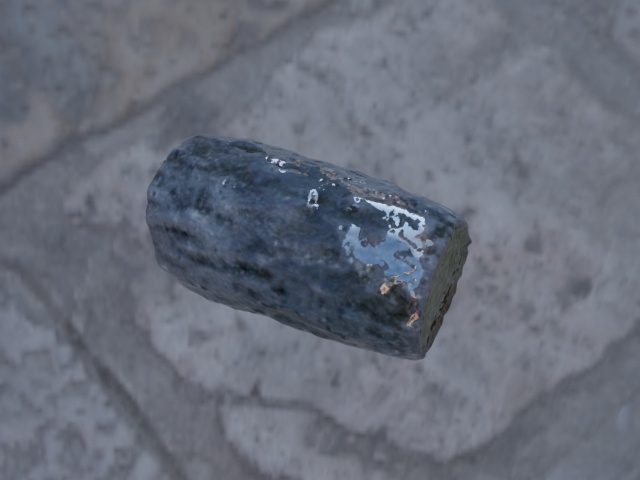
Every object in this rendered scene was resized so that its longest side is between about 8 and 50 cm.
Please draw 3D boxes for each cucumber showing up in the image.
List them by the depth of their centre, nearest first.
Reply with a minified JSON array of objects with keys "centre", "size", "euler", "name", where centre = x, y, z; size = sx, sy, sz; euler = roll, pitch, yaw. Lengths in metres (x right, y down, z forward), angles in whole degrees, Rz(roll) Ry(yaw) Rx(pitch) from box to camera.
[{"centre":[-0.002,0.000,0.642],"size":[0.112,0.064,0.064],"euler":[16,53,30],"name":"cucumber"}]
